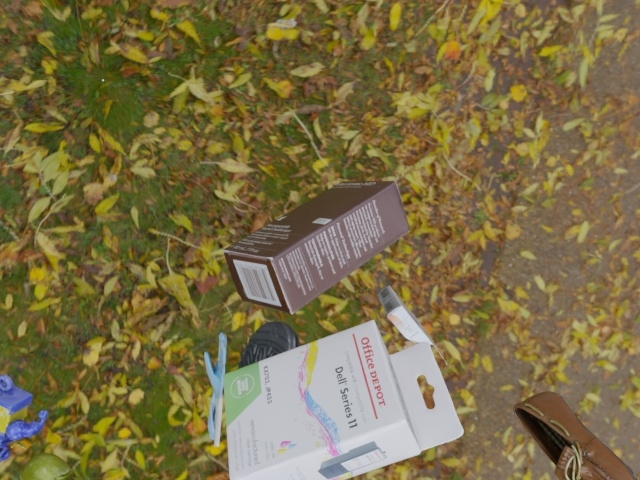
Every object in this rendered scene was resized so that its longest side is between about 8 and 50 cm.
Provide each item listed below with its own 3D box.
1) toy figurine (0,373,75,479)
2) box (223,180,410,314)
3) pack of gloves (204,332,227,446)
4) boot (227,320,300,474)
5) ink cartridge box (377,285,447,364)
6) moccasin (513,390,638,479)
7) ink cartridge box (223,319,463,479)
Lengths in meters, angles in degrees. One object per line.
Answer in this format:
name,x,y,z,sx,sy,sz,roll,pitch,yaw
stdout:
toy figurine,-0.716,0.415,1.328,0.363,0.191,0.217,20,102,19
box,0.000,0.000,1.324,0.381,0.191,0.143,-31,113,-34
pack of gloves,-0.235,0.314,1.280,0.046,0.195,0.232,6,75,-13
boot,-0.013,0.398,1.460,0.445,0.146,0.367,18,83,-50
ink cartridge box,0.204,0.198,1.349,0.045,0.145,0.179,-36,103,5
moccasin,0.579,0.501,1.343,0.147,0.380,0.139,-10,131,-17
ink cartridge box,0.029,0.268,0.975,0.354,0.207,0.119,-21,132,5
